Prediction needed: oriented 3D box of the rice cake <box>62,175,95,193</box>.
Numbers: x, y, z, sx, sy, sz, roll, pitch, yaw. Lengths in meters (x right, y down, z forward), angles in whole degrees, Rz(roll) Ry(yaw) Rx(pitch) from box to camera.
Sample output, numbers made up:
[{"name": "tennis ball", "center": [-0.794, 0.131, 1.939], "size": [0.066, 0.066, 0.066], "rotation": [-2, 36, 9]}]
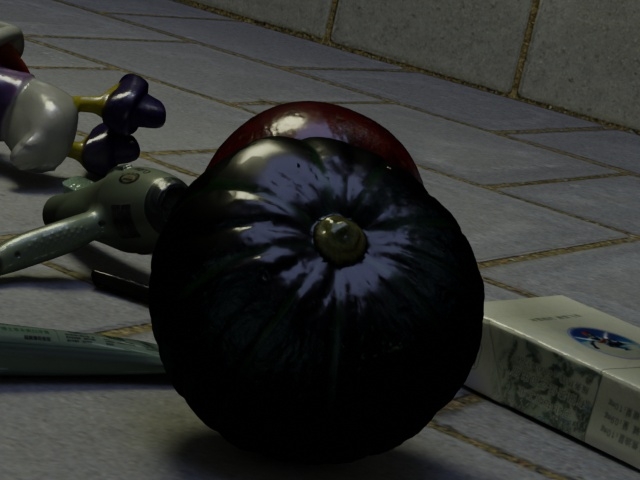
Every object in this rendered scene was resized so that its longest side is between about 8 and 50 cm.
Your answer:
[{"name": "rice cake", "center": [-0.213, -0.025, 1.728], "size": [0.030, 0.042, 0.180], "rotation": [-30, 36, -31]}]

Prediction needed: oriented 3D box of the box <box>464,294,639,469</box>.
[{"name": "box", "center": [0.255, 0.124, 1.426], "size": [0.164, 0.069, 0.256], "rotation": [-2, 20, -46]}]

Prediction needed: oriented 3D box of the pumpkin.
[{"name": "pumpkin", "center": [-0.011, 0.059, 1.222], "size": [0.248, 0.248, 0.248], "rotation": [11, 13, -3]}]

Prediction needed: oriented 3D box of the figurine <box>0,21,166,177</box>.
[{"name": "figurine", "center": [-0.391, -0.151, 1.868], "size": [0.421, 0.154, 0.193], "rotation": [14, 35, -18]}]

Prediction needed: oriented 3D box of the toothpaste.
[{"name": "toothpaste", "center": [-0.195, 0.087, 1.268], "size": [0.218, 0.041, 0.064], "rotation": [6, 8, -37]}]

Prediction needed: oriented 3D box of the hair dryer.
[{"name": "hair dryer", "center": [-0.245, -0.011, 1.569], "size": [0.225, 0.088, 0.219], "rotation": [-19, 10, -16]}]

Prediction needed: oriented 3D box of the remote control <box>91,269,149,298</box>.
[{"name": "remote control", "center": [-0.166, 0.045, 1.505], "size": [0.091, 0.016, 0.034], "rotation": [16, -2, 16]}]

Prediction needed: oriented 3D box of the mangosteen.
[{"name": "mangosteen", "center": [0.000, 0.000, 1.464], "size": [0.215, 0.215, 0.257], "rotation": [6, 35, -22]}]
